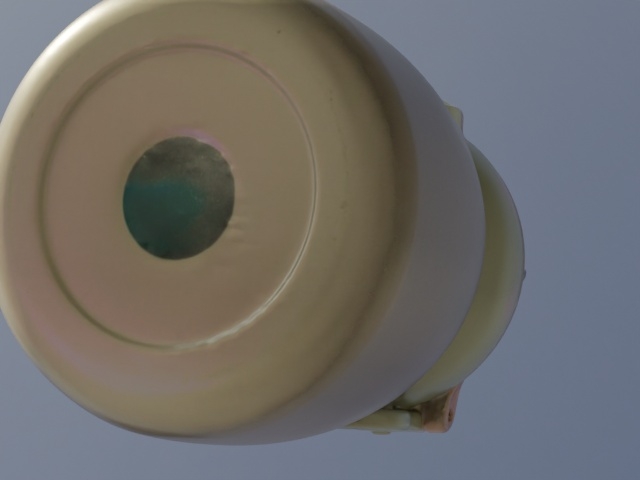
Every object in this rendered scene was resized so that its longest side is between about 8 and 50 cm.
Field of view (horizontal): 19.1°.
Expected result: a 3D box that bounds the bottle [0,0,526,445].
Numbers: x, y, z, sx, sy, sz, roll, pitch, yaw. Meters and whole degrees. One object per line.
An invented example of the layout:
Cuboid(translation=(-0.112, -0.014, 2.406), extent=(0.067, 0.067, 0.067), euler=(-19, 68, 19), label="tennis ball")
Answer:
Cuboid(translation=(0.000, 0.000, 0.678), extent=(0.147, 0.236, 0.147), euler=(-3, -98, 22), label="bottle")
